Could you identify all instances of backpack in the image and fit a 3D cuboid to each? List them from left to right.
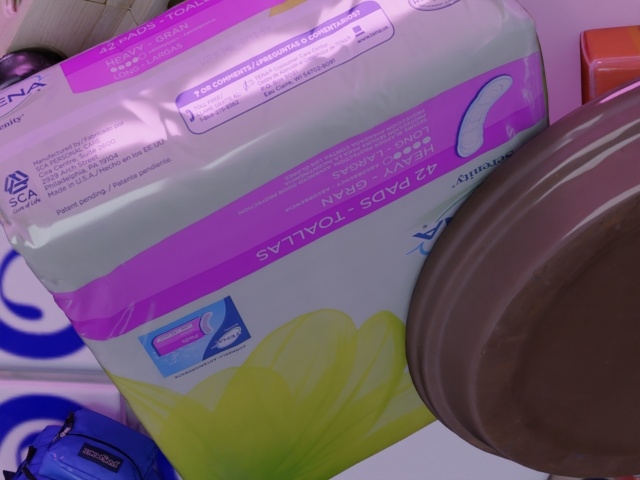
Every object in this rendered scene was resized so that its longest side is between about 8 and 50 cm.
[{"bbox_3d":[-0.152,0.166,0.802,0.098,0.120,0.101,21,112,0],"label":"backpack"}]

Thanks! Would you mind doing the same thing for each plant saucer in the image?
[{"bbox_3d":[0.177,0.027,0.621,0.278,0.041,0.277,-11,137,-10],"label":"plant saucer"}]

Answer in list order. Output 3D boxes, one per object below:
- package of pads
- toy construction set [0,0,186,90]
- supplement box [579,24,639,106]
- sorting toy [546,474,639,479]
[{"bbox_3d":[0.000,0.000,0.628,0.229,0.101,0.296,-27,145,-5],"label":"package of pads"},{"bbox_3d":[-0.060,-0.113,0.644,0.215,0.151,0.327,6,119,-41],"label":"toy construction set"},{"bbox_3d":[0.254,-0.074,0.681,0.234,0.080,0.078,-2,112,10],"label":"supplement box"},{"bbox_3d":[0.218,0.159,0.793,0.275,0.046,0.132,21,113,-2],"label":"sorting toy"}]
